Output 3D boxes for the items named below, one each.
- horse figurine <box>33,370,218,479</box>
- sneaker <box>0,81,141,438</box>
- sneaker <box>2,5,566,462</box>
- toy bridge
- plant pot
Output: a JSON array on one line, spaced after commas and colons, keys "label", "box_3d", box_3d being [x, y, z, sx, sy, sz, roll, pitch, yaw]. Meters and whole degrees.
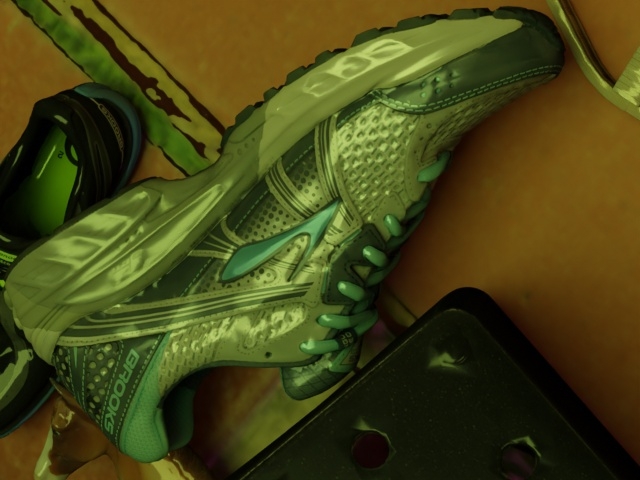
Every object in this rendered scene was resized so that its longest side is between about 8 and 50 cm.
[{"label": "horse figurine", "box_3d": [-0.034, 0.188, 0.940, 0.263, 0.066, 0.174, 25, 108, 24]}, {"label": "sneaker", "box_3d": [-0.150, 0.009, 0.978, 0.067, 0.078, 0.188, 27, 103, 22]}, {"label": "sneaker", "box_3d": [0.000, 0.000, 0.890, 0.283, 0.110, 0.122, -33, 81, 18]}, {"label": "toy bridge", "box_3d": [0.150, -0.085, 0.867, 0.188, 0.026, 0.063, 36, 107, 20]}, {"label": "plant pot", "box_3d": [0.050, 0.128, 0.809, 0.188, 0.167, 0.187, -39, 75, -4]}]
